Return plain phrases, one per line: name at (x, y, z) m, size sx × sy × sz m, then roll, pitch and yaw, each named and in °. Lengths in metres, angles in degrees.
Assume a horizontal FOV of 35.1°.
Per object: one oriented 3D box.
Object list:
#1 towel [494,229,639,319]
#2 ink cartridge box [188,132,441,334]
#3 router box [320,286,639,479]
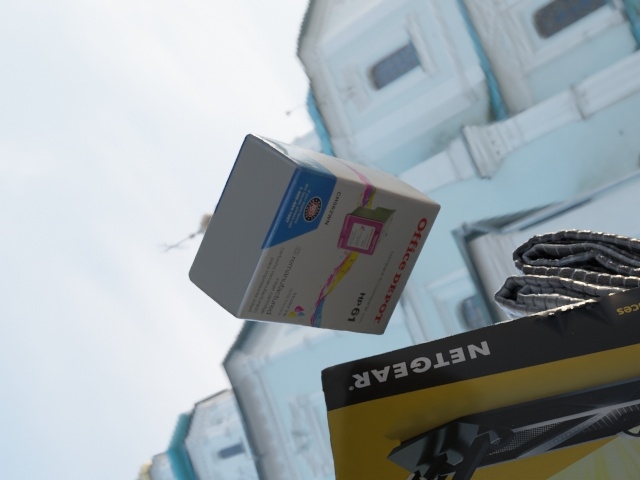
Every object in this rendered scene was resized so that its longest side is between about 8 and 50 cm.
towel at (0.363, 0.095, 1.082) m, size 0.235 × 0.283 × 0.121 m, roll 46°, pitch -116°, yaw -32°
ink cartridge box at (0.000, 0.000, 0.569) m, size 0.122 × 0.089 × 0.052 m, roll 11°, pitch -163°, yaw -47°
router box at (0.166, 0.142, 0.546) m, size 0.243 × 0.308 × 0.081 m, roll -100°, pitch -7°, yaw -51°
